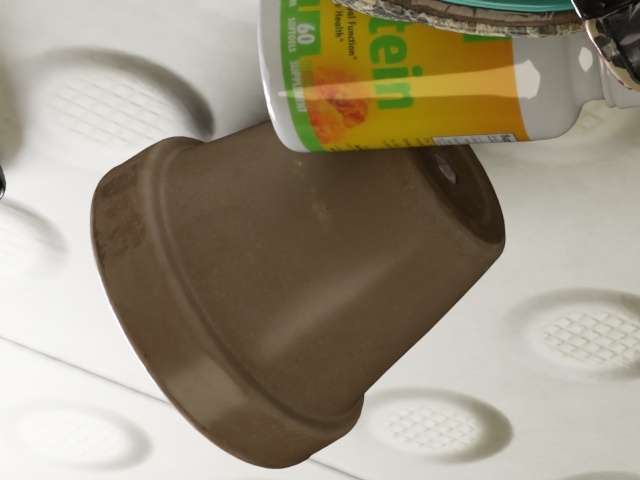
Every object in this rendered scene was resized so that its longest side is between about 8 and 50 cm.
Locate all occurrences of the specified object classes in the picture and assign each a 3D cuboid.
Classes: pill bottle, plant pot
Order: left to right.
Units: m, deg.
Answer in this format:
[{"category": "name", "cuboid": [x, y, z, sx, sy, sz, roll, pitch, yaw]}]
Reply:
[{"category": "plant pot", "cuboid": [0.000, 0.000, 1.379, 0.229, 0.263, 0.263, -33, 132, 22]}, {"category": "pill bottle", "cuboid": [0.094, -0.130, 1.220, 0.245, 0.136, 0.136, -3, 146, 15]}]

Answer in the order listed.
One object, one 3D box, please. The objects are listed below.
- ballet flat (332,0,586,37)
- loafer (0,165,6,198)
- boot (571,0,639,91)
[{"category": "ballet flat", "cuboid": [-0.052, -0.230, 1.109, 0.483, 0.164, 0.182, 18, 168, -7]}, {"category": "loafer", "cuboid": [-0.350, -0.080, 1.425, 0.109, 0.095, 0.302, -11, 143, 26]}, {"category": "boot", "cuboid": [0.265, -0.146, 0.905, 0.284, 0.377, 0.138, -24, 156, 23]}]
